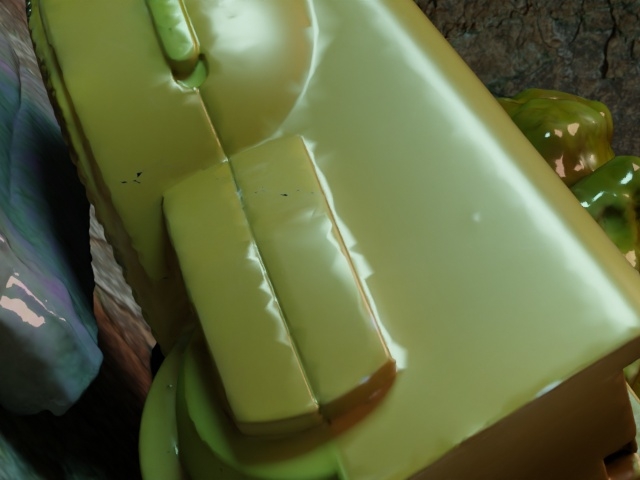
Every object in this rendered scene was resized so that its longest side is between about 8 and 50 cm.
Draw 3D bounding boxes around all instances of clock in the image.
[{"bbox_3d":[0.000,0.000,0.816,0.244,0.200,0.317,69,-5,-60],"label":"clock"}]

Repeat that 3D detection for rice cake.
[{"bbox_3d":[-0.143,-0.026,0.834,0.106,0.050,0.298,50,7,-21],"label":"rice cake"}]

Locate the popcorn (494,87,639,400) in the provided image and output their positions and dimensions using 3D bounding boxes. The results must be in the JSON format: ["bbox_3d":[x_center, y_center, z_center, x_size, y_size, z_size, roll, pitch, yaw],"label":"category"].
[{"bbox_3d":[0.161,0.060,1.300,0.325,0.321,0.290,60,12,15],"label":"popcorn"}]

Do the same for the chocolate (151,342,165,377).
[{"bbox_3d":[0.045,0.084,0.994,0.206,0.177,0.224,50,6,-16],"label":"chocolate"}]
